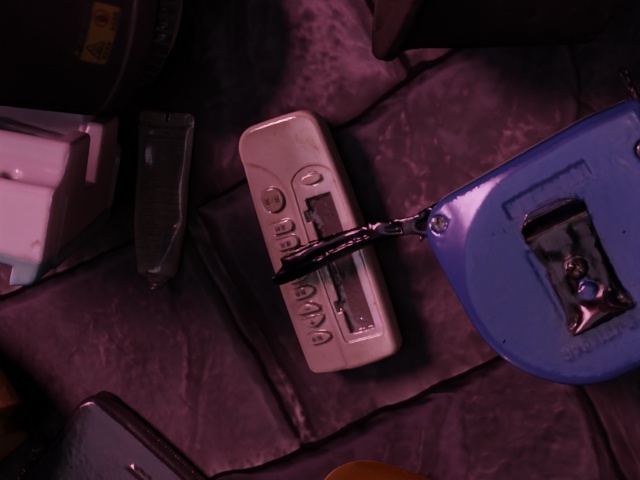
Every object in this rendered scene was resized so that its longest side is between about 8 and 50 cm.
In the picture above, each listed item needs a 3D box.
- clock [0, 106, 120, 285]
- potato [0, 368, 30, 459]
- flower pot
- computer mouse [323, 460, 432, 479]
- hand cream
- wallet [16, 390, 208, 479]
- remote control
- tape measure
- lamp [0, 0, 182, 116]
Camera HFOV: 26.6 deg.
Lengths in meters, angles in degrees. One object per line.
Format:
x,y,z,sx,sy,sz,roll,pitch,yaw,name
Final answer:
-0.301,-0.068,1.149,0.231,0.262,0.116,16,102,1,clock
-0.434,0.159,1.289,0.285,0.242,0.242,-37,86,40,potato
0.149,-0.243,1.020,0.166,0.269,0.269,17,105,-6,flower pot
0.102,0.280,1.164,0.245,0.056,0.126,27,65,5,computer mouse
-0.147,-0.037,1.252,0.057,0.037,0.165,5,93,19,hand cream
-0.173,0.263,1.301,0.250,0.044,0.149,42,106,9,wallet
0.000,0.000,1.192,0.090,0.049,0.230,-16,96,20,remote control
0.146,0.034,1.103,0.351,0.098,0.215,-29,91,15,tape measure
-0.249,-0.210,1.117,0.272,0.374,0.205,7,100,-9,lamp
